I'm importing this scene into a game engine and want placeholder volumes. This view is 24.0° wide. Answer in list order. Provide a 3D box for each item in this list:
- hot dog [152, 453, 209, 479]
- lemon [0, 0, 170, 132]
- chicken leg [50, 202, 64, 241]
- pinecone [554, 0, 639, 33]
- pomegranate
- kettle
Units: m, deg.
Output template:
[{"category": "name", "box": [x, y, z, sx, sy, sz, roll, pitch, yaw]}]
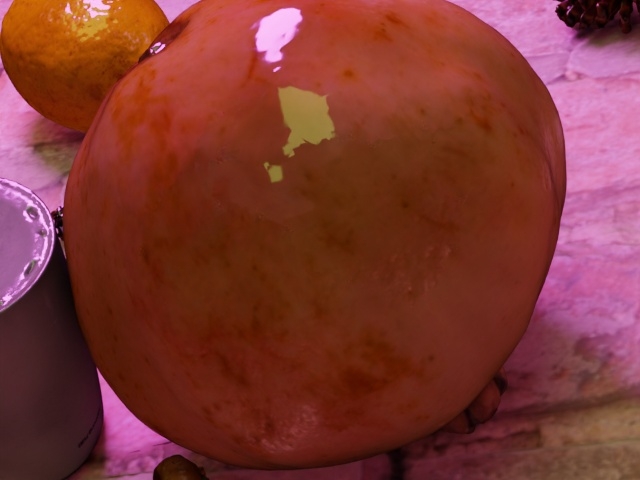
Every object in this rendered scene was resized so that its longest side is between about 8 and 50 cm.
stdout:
[{"category": "hot dog", "box": [-0.094, 0.241, 1.159, 0.055, 0.072, 0.188, -5, 42, -14]}, {"category": "lemon", "box": [-0.241, -0.197, 1.572, 0.207, 0.170, 0.170, 28, 62, 32]}, {"category": "chicken leg", "box": [-0.154, -0.073, 1.505, 0.253, 0.051, 0.106, -23, 49, 3]}, {"category": "pinecone", "box": [0.283, -0.249, 1.484, 0.109, 0.102, 0.102, -15, 36, 48]}, {"category": "pomegranate", "box": [0.000, 0.000, 1.161, 0.411, 0.411, 0.411, -11, 45, 11]}, {"category": "kettle", "box": [-0.280, 0.111, 1.218, 0.165, 0.255, 0.240, 10, 50, 14]}]
